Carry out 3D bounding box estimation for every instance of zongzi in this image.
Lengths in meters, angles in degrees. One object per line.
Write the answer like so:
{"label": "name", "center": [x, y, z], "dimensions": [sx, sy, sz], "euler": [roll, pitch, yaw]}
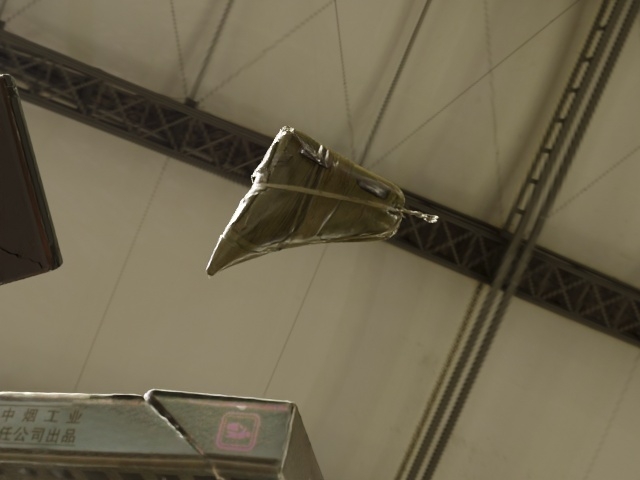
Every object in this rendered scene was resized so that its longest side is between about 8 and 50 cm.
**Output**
{"label": "zongzi", "center": [0.000, 0.000, 0.982], "dimensions": [0.189, 0.081, 0.178], "euler": [29, -99, -5]}

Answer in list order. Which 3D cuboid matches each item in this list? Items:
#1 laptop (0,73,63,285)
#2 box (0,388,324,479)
{"label": "laptop", "center": [-0.357, -0.052, 0.988], "dimensions": [0.153, 0.026, 0.207], "euler": [-16, -91, 19]}
{"label": "box", "center": [-0.158, 0.152, 0.574], "dimensions": [0.324, 0.047, 0.180], "euler": [-1, -39, 12]}
